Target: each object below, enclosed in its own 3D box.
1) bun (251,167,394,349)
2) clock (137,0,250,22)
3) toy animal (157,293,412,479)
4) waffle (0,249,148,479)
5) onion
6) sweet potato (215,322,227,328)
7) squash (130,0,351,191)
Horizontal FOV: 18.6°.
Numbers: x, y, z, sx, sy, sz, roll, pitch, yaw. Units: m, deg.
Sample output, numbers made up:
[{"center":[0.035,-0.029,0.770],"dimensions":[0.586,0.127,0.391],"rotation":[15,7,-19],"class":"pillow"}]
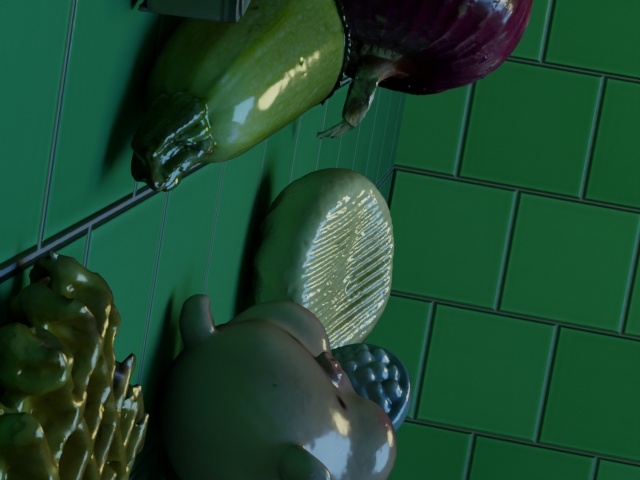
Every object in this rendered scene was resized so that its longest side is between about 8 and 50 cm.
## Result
[{"center":[-0.015,0.028,2.072],"dimensions":[0.222,0.127,0.222],"rotation":[-24,121,-48],"class":"bun"},{"center":[-0.064,-0.246,1.298],"dimensions":[0.192,0.071,0.147],"rotation":[-72,170,-57],"class":"clock"},{"center":[-0.052,0.175,1.660],"dimensions":[0.229,0.210,0.221],"rotation":[0,134,-55],"class":"toy animal"},{"center":[-0.156,0.140,1.134],"dimensions":[0.309,0.065,0.283],"rotation":[-60,160,-77],"class":"waffle"},{"center":[0.113,-0.283,2.155],"dimensions":[0.230,0.256,0.272],"rotation":[137,-57,-74],"class":"onion"},{"center":[-0.089,0.144,1.795],"dimensions":[0.068,0.068,0.226],"rotation":[-73,176,-49],"class":"sweet potato"},{"center":[-0.055,-0.118,1.370],"dimensions":[0.287,0.137,0.137],"rotation":[-61,160,-67],"class":"squash"}]
